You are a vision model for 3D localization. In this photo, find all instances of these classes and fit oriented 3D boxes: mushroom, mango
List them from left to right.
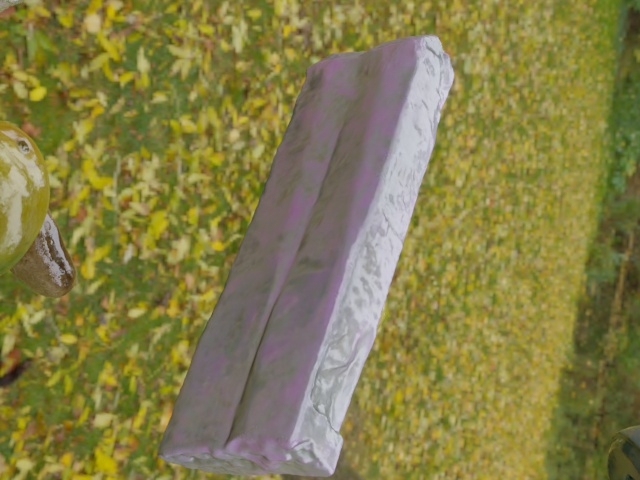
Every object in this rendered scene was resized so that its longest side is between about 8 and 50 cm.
[{"bbox_3d":[-0.347,-0.031,0.911,0.130,0.194,0.092,37,19,-18],"label":"mango"},{"bbox_3d":[-0.411,0.002,1.298,0.072,0.094,0.209,-54,134,-49],"label":"mushroom"}]

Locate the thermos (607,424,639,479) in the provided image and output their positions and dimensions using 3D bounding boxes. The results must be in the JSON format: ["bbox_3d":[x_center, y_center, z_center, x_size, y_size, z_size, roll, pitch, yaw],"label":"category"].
[{"bbox_3d":[0.413,0.200,0.823,0.182,0.287,0.145,-119,-165,-71],"label":"thermos"}]

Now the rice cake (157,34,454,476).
[{"bbox_3d":[0.001,0.001,0.552,0.050,0.106,0.298,42,56,-38],"label":"rice cake"}]

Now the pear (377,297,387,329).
[{"bbox_3d":[-0.005,0.067,1.139,0.178,0.178,0.178,5,90,-66],"label":"pear"}]

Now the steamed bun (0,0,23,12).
[{"bbox_3d":[-0.418,-0.400,1.079,0.207,0.268,0.280,0,82,-23],"label":"steamed bun"}]
